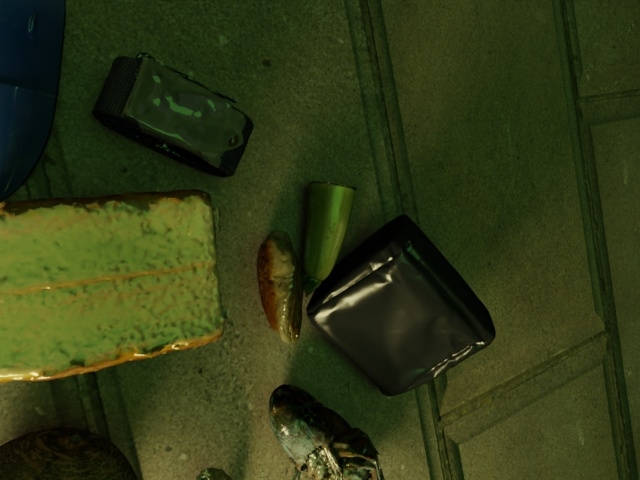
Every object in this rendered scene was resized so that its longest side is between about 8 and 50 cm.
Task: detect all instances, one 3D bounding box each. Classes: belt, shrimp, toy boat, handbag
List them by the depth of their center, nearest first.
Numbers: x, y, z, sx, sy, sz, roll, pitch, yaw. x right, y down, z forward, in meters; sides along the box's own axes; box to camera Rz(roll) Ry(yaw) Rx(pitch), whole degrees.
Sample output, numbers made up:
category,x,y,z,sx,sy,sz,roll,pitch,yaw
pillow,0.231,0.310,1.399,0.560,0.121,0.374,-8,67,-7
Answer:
category,x,y,z,sx,sy,sz,roll,pitch,yaw
toy boat,-0.433,-0.200,0.719,0.129,0.088,0.295,2,99,-58
belt,-0.220,-0.197,0.812,0.230,0.139,0.126,24,79,-25
shrimp,0.015,0.418,0.962,0.172,0.137,0.372,-34,101,12
handbag,0.148,0.132,1.023,0.302,0.275,0.178,45,25,-20

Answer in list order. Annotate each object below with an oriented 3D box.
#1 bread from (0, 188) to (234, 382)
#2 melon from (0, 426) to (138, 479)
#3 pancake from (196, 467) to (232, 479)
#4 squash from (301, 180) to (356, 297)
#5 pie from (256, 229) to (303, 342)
category,x,y,z,sx,sy,sz,roll,pitch,yaw
bread,-0.297,0.046,0.689,0.279,0.279,0.207,-10,96,-32
melon,-0.367,0.406,0.663,0.248,0.248,0.329,22,84,-28
pancake,-0.216,0.484,0.804,0.253,0.037,0.253,-46,144,-49
squash,0.000,0.000,0.981,0.094,0.094,0.224,11,93,-29
pie,-0.066,0.079,0.894,0.079,0.163,0.193,-6,86,-10
